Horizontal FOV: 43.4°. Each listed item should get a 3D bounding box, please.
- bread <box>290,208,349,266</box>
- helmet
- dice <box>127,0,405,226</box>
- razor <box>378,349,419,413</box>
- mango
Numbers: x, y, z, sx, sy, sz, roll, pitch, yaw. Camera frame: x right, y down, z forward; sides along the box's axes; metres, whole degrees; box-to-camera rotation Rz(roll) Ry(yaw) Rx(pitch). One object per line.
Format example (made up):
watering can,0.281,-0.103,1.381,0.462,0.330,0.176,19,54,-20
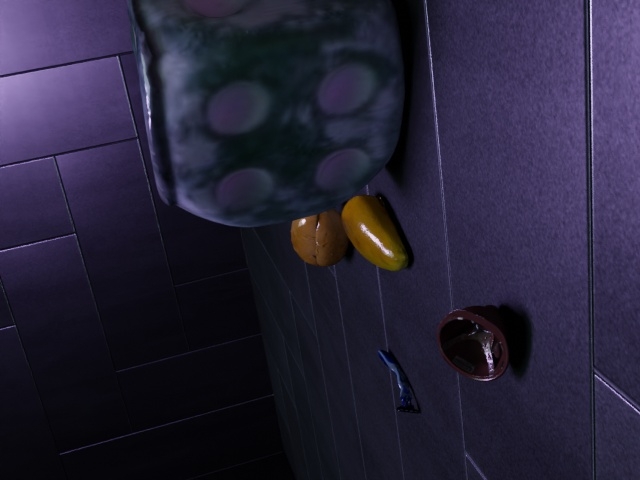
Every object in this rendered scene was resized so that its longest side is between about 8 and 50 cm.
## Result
bread,0.000,0.000,1.562,0.189,0.114,0.077,86,-179,-58
helmet,0.186,0.105,0.920,0.089,0.057,0.111,31,141,21
dice,-0.093,-0.241,1.138,0.328,0.348,0.330,91,160,-47
razor,0.134,0.240,1.414,0.028,0.044,0.154,-62,30,27
mango,0.086,-0.010,1.272,0.187,0.066,0.101,51,154,47
